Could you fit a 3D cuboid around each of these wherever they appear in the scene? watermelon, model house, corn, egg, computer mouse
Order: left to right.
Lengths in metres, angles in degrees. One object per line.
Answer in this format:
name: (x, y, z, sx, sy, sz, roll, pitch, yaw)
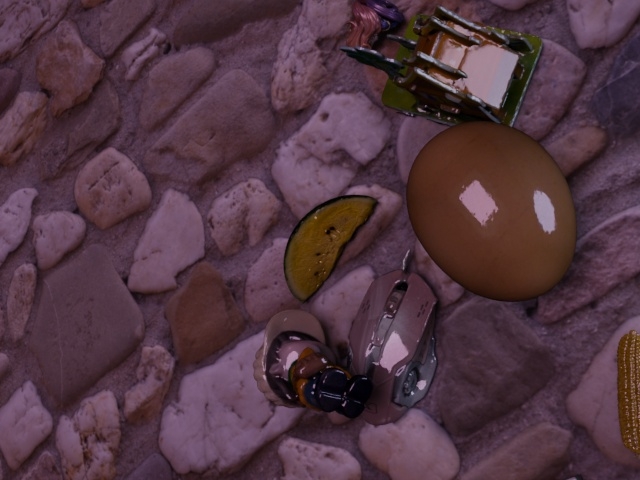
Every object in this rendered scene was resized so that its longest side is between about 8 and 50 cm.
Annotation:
watermelon: (0.000, 0.000, 1.871, 0.129, 0.123, 0.301, 35, 101, 8)
computer mouse: (0.150, 0.205, 1.735, 0.200, 0.115, 0.388, 12, 87, 27)
model house: (0.232, -0.402, 1.692, 0.358, 0.313, 0.242, 23, 90, 31)
egg: (0.333, -0.058, 1.573, 0.301, 0.301, 0.374, -41, 73, 17)
corn: (0.587, 0.285, 1.496, 0.080, 0.080, 0.238, -7, 75, 28)

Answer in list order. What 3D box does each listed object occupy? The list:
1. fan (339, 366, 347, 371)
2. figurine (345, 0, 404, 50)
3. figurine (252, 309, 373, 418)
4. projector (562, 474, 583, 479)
fan: (0.033, 0.315, 1.835, 0.083, 0.004, 0.055, -19, 76, 32)
figurine: (0.108, -0.501, 1.890, 0.157, 0.114, 0.126, -44, 46, 18)
figurine: (-0.029, 0.296, 1.718, 0.204, 0.185, 0.332, -63, 26, 11)
projector: (0.464, 0.531, 1.527, 0.115, 0.061, 0.147, -28, 69, 20)
